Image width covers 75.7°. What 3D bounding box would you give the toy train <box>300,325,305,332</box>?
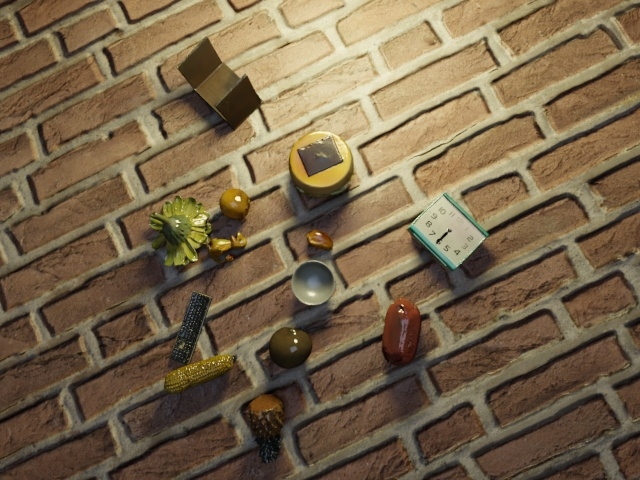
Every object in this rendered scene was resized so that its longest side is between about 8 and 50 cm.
[{"bbox_3d":[-0.070,0.411,1.795,0.017,0.017,0.083,-17,85,-1],"label":"toy train"}]

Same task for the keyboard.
[{"bbox_3d":[-0.569,0.387,1.820,0.106,0.027,0.316,17,86,5],"label":"keyboard"}]

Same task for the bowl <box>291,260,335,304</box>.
[{"bbox_3d":[-0.027,0.183,1.778,0.189,0.086,0.188,0,86,5],"label":"bowl"}]

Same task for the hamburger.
[{"bbox_3d":[0.002,-0.323,1.771,0.301,0.176,0.299,0,86,5],"label":"hamburger"}]

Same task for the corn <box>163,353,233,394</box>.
[{"bbox_3d":[-0.516,0.568,1.767,0.313,0.102,0.101,-18,85,-1],"label":"corn"}]

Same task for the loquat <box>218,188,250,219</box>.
[{"bbox_3d":[-0.373,-0.157,1.798,0.141,0.141,0.140,0,85,3],"label":"loquat"}]

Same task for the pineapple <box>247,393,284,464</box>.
[{"bbox_3d":[-0.216,0.795,1.714,0.158,0.158,0.278,-5,98,3],"label":"pineapple"}]

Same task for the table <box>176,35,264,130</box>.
[{"bbox_3d":[-0.421,-0.664,1.769,0.196,0.282,0.250,-44,84,0],"label":"table"}]

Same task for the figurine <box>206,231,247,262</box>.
[{"bbox_3d":[-0.406,0.037,1.815,0.176,0.121,0.122,-18,118,-11],"label":"figurine"}]

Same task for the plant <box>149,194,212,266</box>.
[{"bbox_3d":[-0.598,-0.065,1.782,0.261,0.297,0.305,-17,66,-29],"label":"plant"}]

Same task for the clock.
[{"bbox_3d":[0.533,-0.032,1.759,0.231,0.116,0.262,-44,86,-6],"label":"clock"}]

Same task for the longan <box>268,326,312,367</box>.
[{"bbox_3d":[-0.126,0.448,1.722,0.190,0.189,0.189,0,85,3],"label":"longan"}]

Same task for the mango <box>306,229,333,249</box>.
[{"bbox_3d":[0.000,0.000,1.803,0.127,0.063,0.077,25,82,0],"label":"mango"}]

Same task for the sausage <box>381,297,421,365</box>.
[{"bbox_3d":[0.336,0.380,1.712,0.152,0.152,0.279,10,84,4],"label":"sausage"}]
